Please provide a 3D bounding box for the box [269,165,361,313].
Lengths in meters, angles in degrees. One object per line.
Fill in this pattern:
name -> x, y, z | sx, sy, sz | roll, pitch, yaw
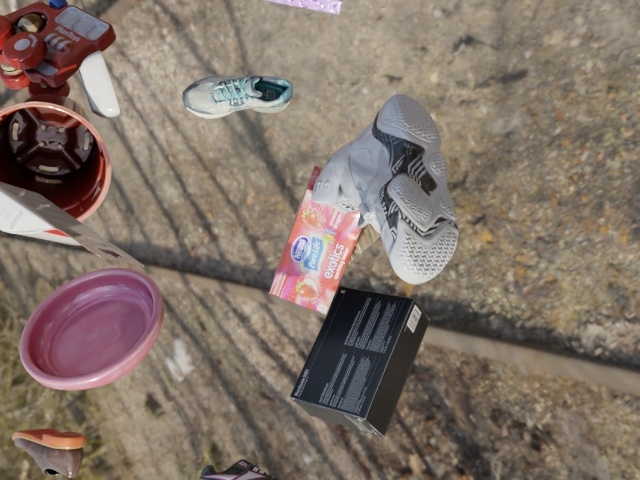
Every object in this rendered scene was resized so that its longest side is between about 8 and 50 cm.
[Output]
box -> 0.000, 0.000, 1.540 | 0.128, 0.122, 0.257 | 20, 119, -3

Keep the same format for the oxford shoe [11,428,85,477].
oxford shoe -> -0.625, 0.480, 1.753 | 0.271, 0.097, 0.098 | -8, 79, 47

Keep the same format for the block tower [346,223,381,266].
block tower -> 0.113, -0.059, 1.881 | 0.097, 0.335, 0.091 | 4, 124, 42

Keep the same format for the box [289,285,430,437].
box -> 0.081, 0.236, 1.549 | 0.184, 0.261, 0.103 | 9, 152, 35

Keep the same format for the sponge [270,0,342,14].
sponge -> -0.058, -0.475, 1.447 | 0.117, 0.210, 0.031 | -78, 0, -51

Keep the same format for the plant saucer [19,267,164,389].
plant saucer -> -0.504, 0.207, 1.749 | 0.332, 0.332, 0.084 | 39, 155, 42

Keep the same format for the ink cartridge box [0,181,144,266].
ink cartridge box -> -0.398, -0.009, 1.172 | 0.224, 0.056, 0.181 | 34, 180, 10

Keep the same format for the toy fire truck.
toy fire truck -> -0.685, -0.494, 1.924 | 0.302, 0.254, 0.169 | 31, 157, 26

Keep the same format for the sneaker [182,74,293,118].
sneaker -> -0.201, -0.375, 1.929 | 0.122, 0.283, 0.110 | 167, 94, -72

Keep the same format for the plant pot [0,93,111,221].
plant pot -> -0.591, -0.194, 1.677 | 0.265, 0.272, 0.272 | -121, 18, -64

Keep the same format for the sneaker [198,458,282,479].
sneaker -> -0.109, 0.381, 1.222 | 0.072, 0.178, 0.077 | 99, 170, -56

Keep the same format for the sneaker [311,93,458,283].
sneaker -> 0.100, -0.056, 1.265 | 0.210, 0.137, 0.366 | -36, 39, 38

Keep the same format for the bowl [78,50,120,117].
bowl -> -0.469, -0.321, 1.634 | 0.142, 0.053, 0.142 | -161, 53, -71
